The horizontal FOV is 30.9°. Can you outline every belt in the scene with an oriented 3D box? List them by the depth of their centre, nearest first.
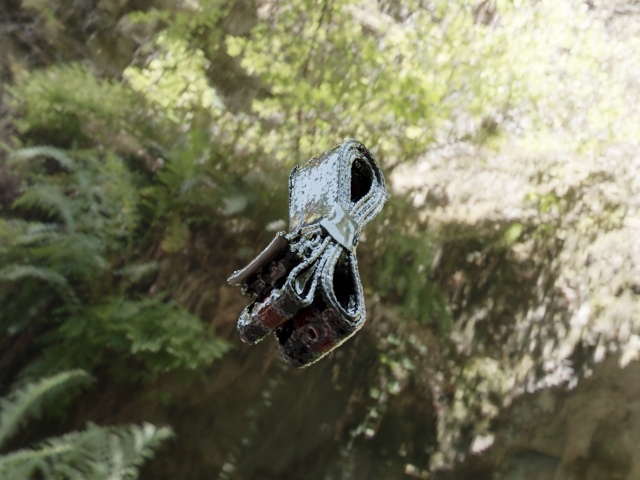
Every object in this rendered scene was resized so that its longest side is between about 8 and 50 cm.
[{"bbox_3d":[0.000,0.000,1.259,0.126,0.359,0.094,44,-61,-12],"label":"belt"}]
